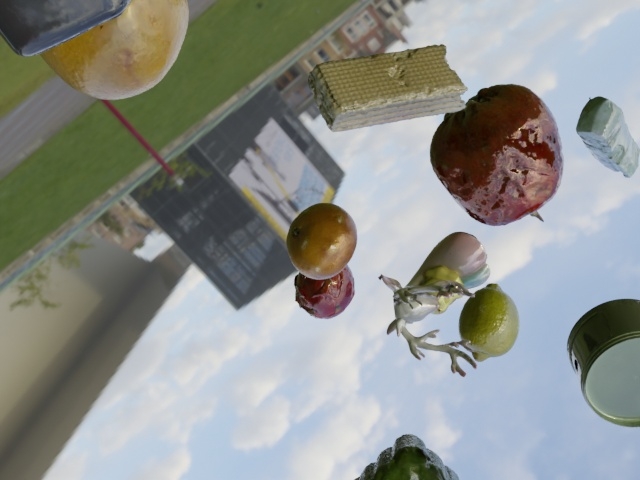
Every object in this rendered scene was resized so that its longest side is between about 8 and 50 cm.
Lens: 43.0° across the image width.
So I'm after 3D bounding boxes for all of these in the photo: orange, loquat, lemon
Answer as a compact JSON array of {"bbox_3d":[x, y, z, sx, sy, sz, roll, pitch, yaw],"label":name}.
[{"bbox_3d":[0.000,0.000,1.623,0.156,0.124,0.156,-45,-149,37],"label":"orange"},{"bbox_3d":[-0.352,-0.368,1.355,0.275,0.275,0.275,-39,-166,12],"label":"loquat"},{"bbox_3d":[0.504,0.241,2.424,0.184,0.184,0.249,-16,-124,60],"label":"lemon"}]

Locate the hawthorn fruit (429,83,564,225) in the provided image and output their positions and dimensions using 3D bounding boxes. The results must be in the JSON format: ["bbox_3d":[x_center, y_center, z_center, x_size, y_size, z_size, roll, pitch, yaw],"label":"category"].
[{"bbox_3d":[0.330,-0.158,1.518,0.258,0.262,0.258,-12,172,-2],"label":"hawthorn fruit"}]

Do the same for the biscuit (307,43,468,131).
[{"bbox_3d":[0.105,-0.235,1.233,0.238,0.108,0.062,-13,152,-20],"label":"biscuit"}]

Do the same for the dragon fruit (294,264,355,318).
[{"bbox_3d":[0.009,0.125,2.208,0.172,0.172,0.210,-59,167,-50],"label":"dragon fruit"}]

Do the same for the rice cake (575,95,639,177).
[{"bbox_3d":[0.471,-0.165,1.325,0.336,0.063,0.066,11,103,-61],"label":"rice cake"}]

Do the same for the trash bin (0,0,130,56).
[{"bbox_3d":[-0.297,-0.342,0.760,0.182,0.290,0.209,-22,-146,10],"label":"trash bin"}]

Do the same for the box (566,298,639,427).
[{"bbox_3d":[0.643,0.254,1.692,0.226,0.226,0.149,-37,-162,18],"label":"box"}]

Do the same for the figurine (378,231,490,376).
[{"bbox_3d":[0.270,0.121,1.834,0.284,0.206,0.315,10,-138,44],"label":"figurine"}]

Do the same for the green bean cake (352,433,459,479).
[{"bbox_3d":[0.168,0.526,1.516,0.247,0.250,0.156,-44,177,5],"label":"green bean cake"}]
